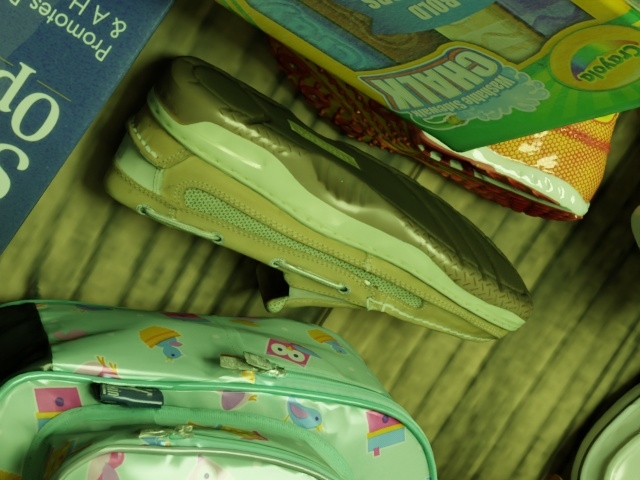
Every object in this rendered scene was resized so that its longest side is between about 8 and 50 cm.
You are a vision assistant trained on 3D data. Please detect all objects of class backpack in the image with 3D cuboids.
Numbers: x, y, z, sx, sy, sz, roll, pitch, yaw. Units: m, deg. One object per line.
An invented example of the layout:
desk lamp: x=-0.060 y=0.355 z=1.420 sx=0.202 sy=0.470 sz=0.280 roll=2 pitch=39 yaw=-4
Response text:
backpack: x=-0.046 y=0.113 z=0.489 sx=0.188 sy=0.144 sz=0.166 roll=2 pitch=105 yaw=-29

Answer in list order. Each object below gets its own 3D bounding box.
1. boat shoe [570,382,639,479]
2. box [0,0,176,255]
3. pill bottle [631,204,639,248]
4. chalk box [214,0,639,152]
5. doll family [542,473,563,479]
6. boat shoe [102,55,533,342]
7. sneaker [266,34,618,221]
boat shoe: x=0.245 y=0.084 z=0.589 sx=0.267 sy=0.088 sz=0.096 roll=-17 pitch=81 yaw=11
box: x=-0.150 y=-0.055 z=0.428 sx=0.136 sy=0.036 sz=0.225 roll=32 pitch=97 yaw=-32
pill bottle: x=0.267 y=-0.060 z=0.555 sx=0.264 sy=0.146 sz=0.146 roll=-39 pitch=122 yaw=-4
chalk box: x=0.059 y=-0.119 z=0.408 sx=0.213 sy=0.132 sz=0.132 roll=30 pitch=69 yaw=-26
doll family: x=0.138 y=0.186 z=0.596 sx=0.163 sy=0.118 sz=0.263 roll=36 pitch=127 yaw=-16
boat shoe: x=0.000 y=0.000 z=0.512 sx=0.190 sy=0.068 sz=0.072 roll=31 pitch=109 yaw=-22
sneaker: x=0.050 y=-0.065 z=0.512 sx=0.175 sy=0.064 sz=0.067 roll=23 pitch=81 yaw=-36
